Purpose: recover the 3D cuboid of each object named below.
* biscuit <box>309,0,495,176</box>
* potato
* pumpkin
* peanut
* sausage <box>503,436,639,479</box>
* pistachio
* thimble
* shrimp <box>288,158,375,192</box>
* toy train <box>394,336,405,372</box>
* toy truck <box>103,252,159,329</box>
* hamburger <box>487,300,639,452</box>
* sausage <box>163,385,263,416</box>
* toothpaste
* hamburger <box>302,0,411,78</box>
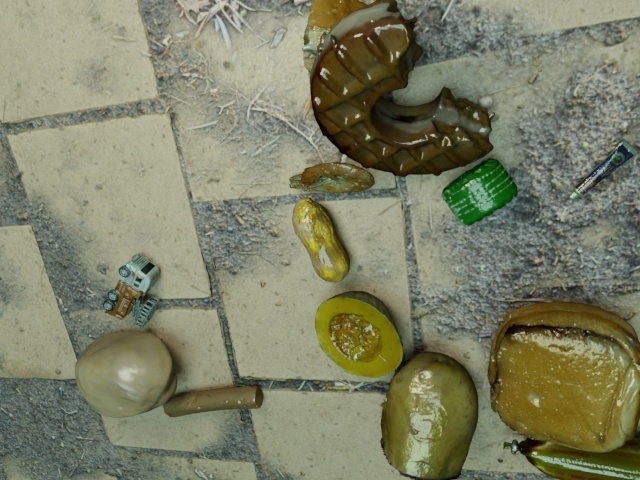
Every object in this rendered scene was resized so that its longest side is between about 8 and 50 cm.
[{"bbox_3d":[0.122,-0.239,0.932,0.268,0.115,0.366,-19,138,39],"label":"biscuit"},{"bbox_3d":[0.247,0.379,1.178,0.229,0.229,0.266,14,98,11],"label":"potato"},{"bbox_3d":[0.095,0.197,1.198,0.217,0.110,0.217,12,123,19],"label":"pumpkin"},{"bbox_3d":[0.000,0.000,1.154,0.087,0.087,0.207,-20,106,22],"label":"peanut"},{"bbox_3d":[0.570,0.481,1.149,0.317,0.125,0.117,2,110,15],"label":"sausage"},{"bbox_3d":[-0.522,0.349,1.379,0.332,0.208,0.226,-3,66,32],"label":"pistachio"},{"bbox_3d":[0.306,-0.093,1.015,0.130,0.118,0.090,-35,94,3],"label":"thimble"},{"bbox_3d":[0.013,-0.134,1.079,0.217,0.051,0.115,3,156,41],"label":"shrimp"},{"bbox_3d":[0.181,0.267,1.224,0.029,0.045,0.092,-2,107,19],"label":"toy train"},{"bbox_3d":[-0.471,0.129,1.341,0.115,0.080,0.178,31,116,-2],"label":"toy truck"},{"bbox_3d":[0.492,0.271,1.065,0.284,0.174,0.304,9,112,15],"label":"hamburger"},{"bbox_3d":[-0.297,0.437,1.418,0.301,0.066,0.066,-12,106,18],"label":"sausage"},{"bbox_3d":[0.530,-0.128,0.989,0.037,0.021,0.140,40,113,-7],"label":"toothpaste"},{"bbox_3d":[0.075,-0.380,0.956,0.207,0.135,0.155,9,70,10],"label":"hamburger"}]
